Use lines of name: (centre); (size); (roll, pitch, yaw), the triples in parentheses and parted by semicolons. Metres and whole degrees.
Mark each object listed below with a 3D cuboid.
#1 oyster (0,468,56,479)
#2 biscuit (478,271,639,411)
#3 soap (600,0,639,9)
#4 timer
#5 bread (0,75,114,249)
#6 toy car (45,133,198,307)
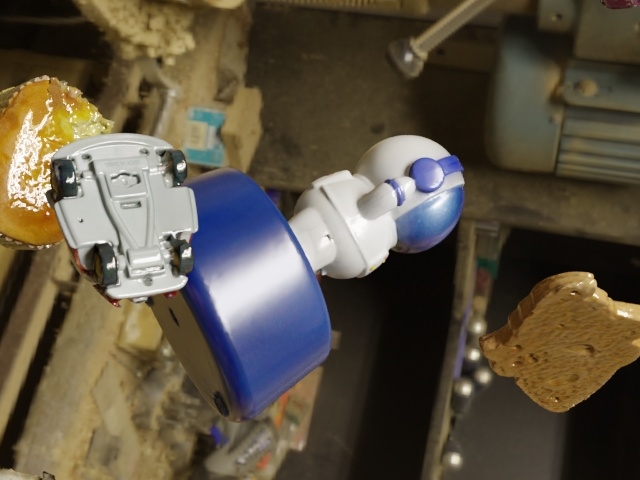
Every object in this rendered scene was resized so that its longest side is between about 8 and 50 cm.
oyster: (-0.238, 0.318, 0.698); (0.345, 0.128, 0.079); (-113, -149, -43)
biscuit: (0.231, 0.100, 0.897); (0.250, 0.162, 0.035); (77, 12, -52)
soap: (0.438, -0.417, 1.207); (0.359, 0.233, 0.128); (14, 78, -60)
timer: (0.000, 0.000, 1.064); (0.383, 0.270, 0.270); (-27, 143, -18)
bread: (-0.408, -0.108, 1.359); (0.179, 0.133, 0.250); (30, 69, -31)
toy car: (-0.163, -0.004, 0.772); (0.112, 0.112, 0.139); (-50, -127, 55)
